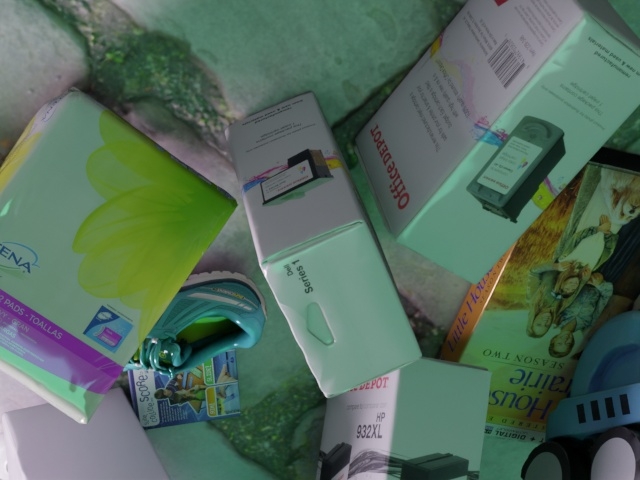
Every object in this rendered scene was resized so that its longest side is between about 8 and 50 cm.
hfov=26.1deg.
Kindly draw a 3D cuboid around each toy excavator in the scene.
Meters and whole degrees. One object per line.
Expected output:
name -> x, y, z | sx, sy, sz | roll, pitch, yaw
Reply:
toy excavator -> 0.450, 0.131, 1.668 | 0.222, 0.445, 0.433 | 16, 159, -23

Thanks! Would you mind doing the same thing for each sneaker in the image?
sneaker -> -0.196, 0.107, 1.587 | 0.275, 0.110, 0.107 | -16, 124, -2

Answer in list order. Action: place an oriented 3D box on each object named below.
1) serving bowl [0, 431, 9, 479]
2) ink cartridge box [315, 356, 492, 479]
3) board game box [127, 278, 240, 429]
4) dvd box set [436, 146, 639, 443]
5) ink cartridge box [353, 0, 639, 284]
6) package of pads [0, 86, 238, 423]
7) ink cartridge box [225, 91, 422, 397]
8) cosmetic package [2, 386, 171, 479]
serving bowl -> -0.381, 0.278, 1.751 | 0.083, 0.027, 0.083 | -6, 124, -8
ink cartridge box -> 0.087, 0.300, 1.668 | 0.129, 0.223, 0.307 | 13, 78, -19
board game box -> -0.172, 0.140, 1.702 | 0.136, 0.035, 0.201 | -7, 124, -9
dvd box set -> 0.339, 0.083, 1.764 | 0.308, 0.062, 0.420 | 12, 119, -19
ink cartridge box -> 0.192, -0.141, 1.483 | 0.131, 0.226, 0.306 | 28, 114, -26
package of pads -> -0.266, 0.011, 1.481 | 0.229, 0.101, 0.296 | 36, 84, -18
ink cartridge box -> 0.000, 0.000, 1.500 | 0.117, 0.278, 0.201 | -23, 125, 3
cosmetic package -> -0.279, 0.441, 1.727 | 0.162, 0.230, 0.453 | -11, 121, -20
